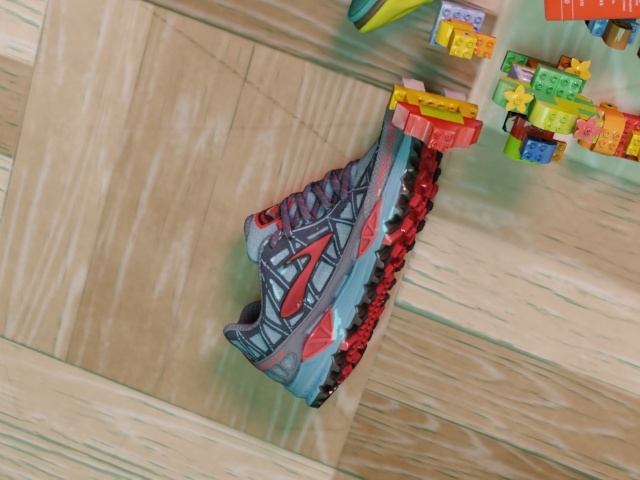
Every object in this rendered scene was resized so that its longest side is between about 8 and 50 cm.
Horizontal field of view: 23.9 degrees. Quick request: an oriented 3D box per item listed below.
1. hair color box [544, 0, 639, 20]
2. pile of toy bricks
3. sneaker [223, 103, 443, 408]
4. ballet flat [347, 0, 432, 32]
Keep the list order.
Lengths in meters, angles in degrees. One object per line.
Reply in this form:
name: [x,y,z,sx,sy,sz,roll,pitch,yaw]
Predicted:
hair color box: [0.236,-0.184,1.009,0.167,0.093,0.053,0,113,15]
pile of toy bricks: [0.162,-0.096,1.034,0.212,0.105,0.118,12,118,-9]
sneaker: [0.000,0.000,1.145,0.125,0.104,0.262,28,112,9]
ballet flat: [0.103,-0.229,1.040,0.077,0.077,0.231,24,116,-15]
